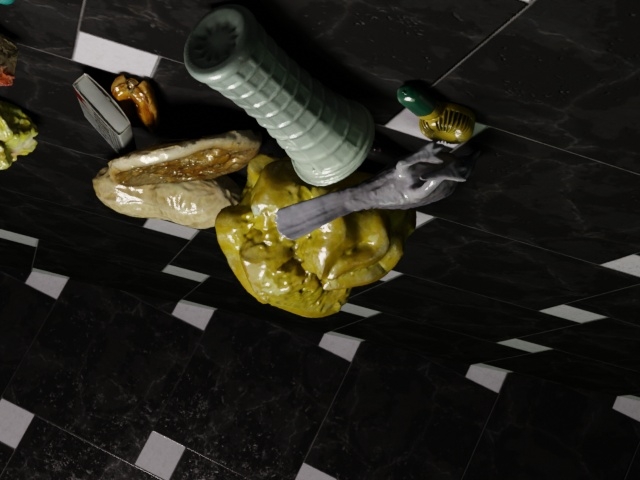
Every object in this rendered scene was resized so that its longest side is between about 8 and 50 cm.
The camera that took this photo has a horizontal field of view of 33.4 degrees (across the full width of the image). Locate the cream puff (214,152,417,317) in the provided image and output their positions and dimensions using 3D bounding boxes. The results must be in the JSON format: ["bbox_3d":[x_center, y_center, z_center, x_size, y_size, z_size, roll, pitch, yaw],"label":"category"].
[{"bbox_3d":[0.009,0.001,1.801,0.323,0.269,0.274,9,-179,-41],"label":"cream puff"}]

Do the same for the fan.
[{"bbox_3d":[0.162,-0.182,1.540,0.082,0.039,0.155,-1,160,41],"label":"fan"}]

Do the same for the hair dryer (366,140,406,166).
[{"bbox_3d":[0.074,-0.147,1.729,0.114,0.070,0.248,-3,167,43],"label":"hair dryer"}]

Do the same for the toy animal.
[{"bbox_3d":[0.130,-0.087,1.562,0.367,0.081,0.206,-20,177,-25],"label":"toy animal"}]

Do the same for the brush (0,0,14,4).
[{"bbox_3d":[-0.388,-0.359,1.349,0.043,0.032,0.193,22,151,-18],"label":"brush"}]

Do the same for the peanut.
[{"bbox_3d":[-0.302,-0.093,2.074,0.298,0.120,0.136,8,169,15],"label":"peanut"}]

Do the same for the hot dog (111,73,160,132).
[{"bbox_3d":[-0.299,-0.221,1.747,0.071,0.045,0.165,11,165,1],"label":"hot dog"}]

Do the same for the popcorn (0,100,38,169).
[{"bbox_3d":[-0.590,-0.195,1.950,0.126,0.126,0.145,36,-177,5],"label":"popcorn"}]

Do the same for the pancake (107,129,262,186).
[{"bbox_3d":[-0.230,-0.139,1.815,0.282,0.049,0.282,-9,174,-1],"label":"pancake"}]

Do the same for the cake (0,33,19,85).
[{"bbox_3d":[-0.550,-0.304,1.559,0.117,0.086,0.220,2,163,27],"label":"cake"}]

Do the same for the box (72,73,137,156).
[{"bbox_3d":[-0.352,-0.201,1.764,0.115,0.036,0.177,49,169,2],"label":"box"}]

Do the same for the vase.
[{"bbox_3d":[-0.058,-0.200,1.471,0.143,0.143,0.299,2,159,35],"label":"vase"}]
